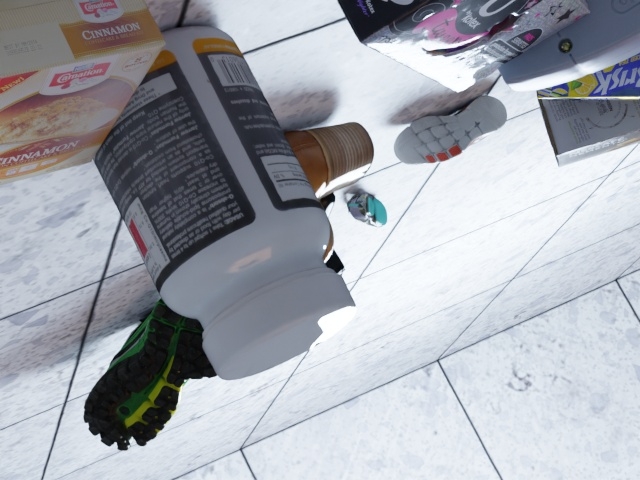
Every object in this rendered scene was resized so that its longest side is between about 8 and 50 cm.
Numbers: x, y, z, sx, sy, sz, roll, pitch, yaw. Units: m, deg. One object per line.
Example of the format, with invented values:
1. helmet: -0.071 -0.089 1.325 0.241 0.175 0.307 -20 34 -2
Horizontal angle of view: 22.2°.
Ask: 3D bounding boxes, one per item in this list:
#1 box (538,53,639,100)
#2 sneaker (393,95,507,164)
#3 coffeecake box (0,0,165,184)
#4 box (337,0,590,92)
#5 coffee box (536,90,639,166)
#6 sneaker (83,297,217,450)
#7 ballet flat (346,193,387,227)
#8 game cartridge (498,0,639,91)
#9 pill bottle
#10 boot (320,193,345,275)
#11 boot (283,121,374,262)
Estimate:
1. box: 0.341 -0.194 1.912 0.169 0.059 0.054 2 -175 31
2. sneaker: 0.154 -0.123 1.982 0.158 0.061 0.065 -21 171 -23
3. coffeecake box: -0.224 -0.118 1.279 0.142 0.068 0.185 -17 161 -34
4. box: 0.097 -0.231 1.282 0.142 0.163 0.247 -31 166 18
5. coffee box: 0.399 -0.178 2.031 0.246 0.098 0.141 -17 173 7
6. sneaker: -0.182 0.117 2.129 0.343 0.134 0.146 -42 -163 24
7. ballet flat: 0.058 -0.040 2.145 0.041 0.041 0.114 -30 165 9
8. game cartridge: 0.255 -0.264 1.392 0.297 0.198 0.062 -32 165 18
9. pill bottle: -0.089 -0.032 1.403 0.162 0.278 0.162 -25 165 -7
10. boot: 0.000 0.000 2.035 0.045 0.099 0.121 -17 163 -40
11. boot: -0.078 -0.016 1.812 0.220 0.109 0.283 -19 161 -35
